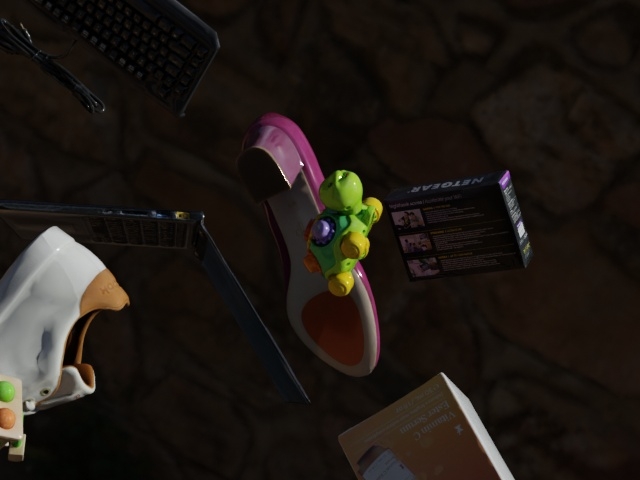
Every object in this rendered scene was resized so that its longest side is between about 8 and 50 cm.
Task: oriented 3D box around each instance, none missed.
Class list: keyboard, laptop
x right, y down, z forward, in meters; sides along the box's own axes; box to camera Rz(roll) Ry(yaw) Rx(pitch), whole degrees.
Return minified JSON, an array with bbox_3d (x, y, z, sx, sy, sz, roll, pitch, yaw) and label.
[{"bbox_3d":[-0.276,-0.245,1.724,0.317,0.201,0.033,38,35,8],"label":"keyboard"},{"bbox_3d":[-0.225,0.092,2.034,0.408,0.236,0.382,4,-6,-6],"label":"laptop"}]

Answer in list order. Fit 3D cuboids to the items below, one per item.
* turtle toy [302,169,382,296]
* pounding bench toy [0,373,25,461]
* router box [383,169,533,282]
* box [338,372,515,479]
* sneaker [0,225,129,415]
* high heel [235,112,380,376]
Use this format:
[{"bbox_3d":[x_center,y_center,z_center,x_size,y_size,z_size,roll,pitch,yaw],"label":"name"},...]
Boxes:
[{"bbox_3d":[0.020,-0.013,1.541,0.066,0.130,0.095,20,35,4],"label":"turtle toy"},{"bbox_3d":[-0.243,0.134,1.125,0.083,0.065,0.052,18,47,-35],"label":"pounding bench toy"},{"bbox_3d":[0.191,-0.018,2.099,0.179,0.133,0.046,-8,23,28],"label":"router box"},{"bbox_3d":[0.119,0.244,1.516,0.170,0.130,0.091,61,8,31],"label":"box"},{"bbox_3d":[-0.282,0.136,1.358,0.123,0.290,0.106,38,6,2],"label":"sneaker"},{"bbox_3d":[0.000,0.000,2.108,0.181,0.127,0.377,-65,136,-65],"label":"high heel"}]
